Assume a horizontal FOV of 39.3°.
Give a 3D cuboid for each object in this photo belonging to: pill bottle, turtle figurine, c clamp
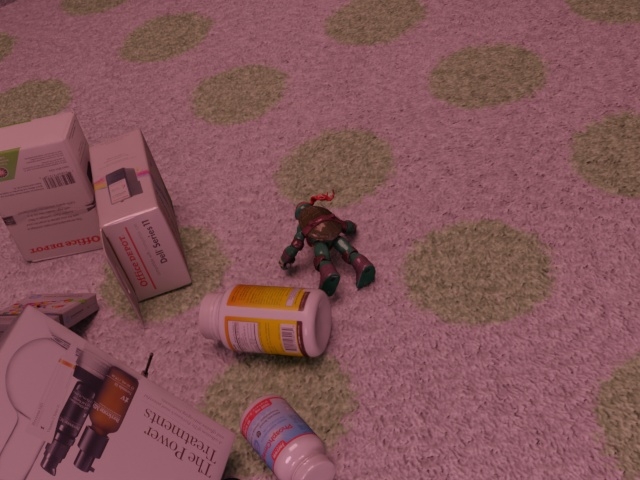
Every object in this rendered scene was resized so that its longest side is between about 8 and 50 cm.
[{"bbox_3d":[-0.097,0.136,1.549,0.214,0.117,0.117,3,44,19],"label":"pill bottle"},{"bbox_3d":[0.000,0.000,1.681,0.175,0.118,0.234,-25,47,-11],"label":"turtle figurine"},{"bbox_3d":[-0.049,0.312,1.361,0.087,0.087,0.160,-32,43,-19],"label":"pill bottle"},{"bbox_3d":[-0.298,0.282,1.442,0.022,0.137,0.161,11,47,-9],"label":"c clamp"}]

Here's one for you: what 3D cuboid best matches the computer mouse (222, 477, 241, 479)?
[{"bbox_3d":[-0.151,0.443,1.282,0.071,0.041,0.242,-4,43,11],"label":"computer mouse"}]

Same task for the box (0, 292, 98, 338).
[{"bbox_3d":[-0.523,0.142,1.670,0.145,0.038,0.186,-2,12,16],"label":"box"}]

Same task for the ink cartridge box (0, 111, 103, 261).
[{"bbox_3d":[-0.557,-0.106,1.843,0.198,0.273,0.115,-11,39,5],"label":"ink cartridge box"}]

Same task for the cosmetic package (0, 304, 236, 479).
[{"bbox_3d":[-0.328,0.309,1.257,0.097,0.377,0.284,-37,25,43],"label":"cosmetic package"}]

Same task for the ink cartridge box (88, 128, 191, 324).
[{"bbox_3d":[-0.348,-0.031,1.743,0.119,0.207,0.353,-20,42,-3],"label":"ink cartridge box"}]
